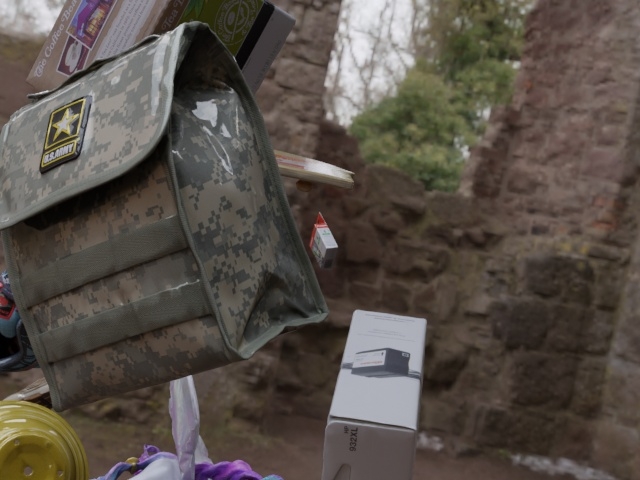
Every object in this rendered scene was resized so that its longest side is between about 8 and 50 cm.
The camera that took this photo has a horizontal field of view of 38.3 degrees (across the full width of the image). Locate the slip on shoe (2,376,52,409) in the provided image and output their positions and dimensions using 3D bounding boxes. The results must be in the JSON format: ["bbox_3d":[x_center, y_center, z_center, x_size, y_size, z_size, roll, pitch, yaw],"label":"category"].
[{"bbox_3d":[-0.420,0.229,1.382,0.135,0.041,0.051,-24,-51,23],"label":"slip on shoe"}]

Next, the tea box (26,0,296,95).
[{"bbox_3d":[-0.273,-0.336,1.620,0.220,0.329,0.323,37,13,29],"label":"tea box"}]

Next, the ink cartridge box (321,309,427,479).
[{"bbox_3d":[0.087,0.281,1.420,0.129,0.223,0.307,7,25,7],"label":"ink cartridge box"}]

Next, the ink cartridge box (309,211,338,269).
[{"bbox_3d":[0.000,0.000,1.926,0.029,0.063,0.115,-6,44,-22],"label":"ink cartridge box"}]

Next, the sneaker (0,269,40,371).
[{"bbox_3d":[-0.318,0.067,1.049,0.104,0.262,0.125,44,31,20],"label":"sneaker"}]

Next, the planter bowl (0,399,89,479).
[{"bbox_3d":[-0.403,0.314,1.237,0.217,0.217,0.090,13,-26,-29],"label":"planter bowl"}]

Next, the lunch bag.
[{"bbox_3d":[-0.159,-0.023,0.805,0.235,0.287,0.169,-18,0,33],"label":"lunch bag"}]

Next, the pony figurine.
[{"bbox_3d":[-0.242,0.397,1.482,0.363,0.303,0.351,-20,47,-13],"label":"pony figurine"}]

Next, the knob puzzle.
[{"bbox_3d":[-0.057,-0.082,1.039,0.213,0.030,0.213,11,10,-2],"label":"knob puzzle"}]
